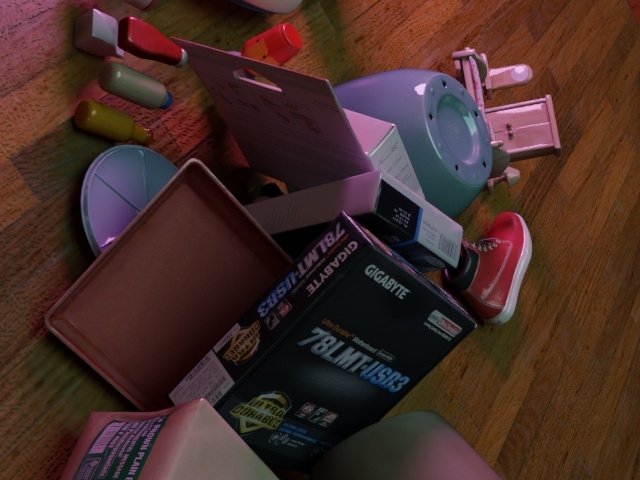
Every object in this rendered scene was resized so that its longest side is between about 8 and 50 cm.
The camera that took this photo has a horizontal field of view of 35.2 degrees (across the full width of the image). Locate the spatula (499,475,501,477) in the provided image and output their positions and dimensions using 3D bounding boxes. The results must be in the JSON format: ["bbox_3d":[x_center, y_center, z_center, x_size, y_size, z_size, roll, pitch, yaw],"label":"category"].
[{"bbox_3d":[0.205,0.363,1.611,0.296,0.030,0.084,39,46,-33],"label":"spatula"}]

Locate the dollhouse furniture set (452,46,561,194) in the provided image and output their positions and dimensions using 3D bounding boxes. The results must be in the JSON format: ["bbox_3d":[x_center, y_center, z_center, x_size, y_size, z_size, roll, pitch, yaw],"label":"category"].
[{"bbox_3d":[0.338,-0.271,1.828,0.355,0.174,0.303,56,26,-68],"label":"dollhouse furniture set"}]

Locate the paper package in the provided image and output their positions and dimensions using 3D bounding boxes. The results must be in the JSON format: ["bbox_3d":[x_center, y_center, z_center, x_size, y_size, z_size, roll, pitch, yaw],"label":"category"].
[{"bbox_3d":[-0.154,0.376,1.019,0.309,0.168,0.325,55,39,-33],"label":"paper package"}]

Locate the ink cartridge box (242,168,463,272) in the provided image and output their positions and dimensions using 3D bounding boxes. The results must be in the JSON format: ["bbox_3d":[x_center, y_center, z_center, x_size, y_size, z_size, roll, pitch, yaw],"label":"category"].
[{"bbox_3d":[0.000,0.000,1.292,0.165,0.332,0.065,30,62,-38],"label":"ink cartridge box"}]

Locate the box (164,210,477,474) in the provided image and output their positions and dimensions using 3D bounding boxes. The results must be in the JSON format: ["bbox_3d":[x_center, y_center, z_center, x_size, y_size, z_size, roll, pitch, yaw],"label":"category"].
[{"bbox_3d":[0.012,0.139,1.199,0.073,0.293,0.295,51,9,36],"label":"box"}]

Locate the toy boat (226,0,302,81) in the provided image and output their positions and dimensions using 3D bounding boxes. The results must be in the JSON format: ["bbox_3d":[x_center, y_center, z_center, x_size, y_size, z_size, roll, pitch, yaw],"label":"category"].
[{"bbox_3d":[-0.123,-0.368,1.479,0.267,0.148,0.318,19,52,-51],"label":"toy boat"}]

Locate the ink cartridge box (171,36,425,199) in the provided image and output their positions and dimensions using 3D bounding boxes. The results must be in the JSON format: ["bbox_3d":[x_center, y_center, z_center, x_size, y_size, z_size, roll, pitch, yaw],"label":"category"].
[{"bbox_3d":[-0.027,-0.159,1.307,0.066,0.296,0.261,-49,137,-20],"label":"ink cartridge box"}]

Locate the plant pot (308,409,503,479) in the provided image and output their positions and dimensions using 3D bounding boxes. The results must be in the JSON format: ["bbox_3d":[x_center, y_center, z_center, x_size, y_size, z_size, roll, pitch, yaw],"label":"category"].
[{"bbox_3d":[0.127,0.372,1.226,0.323,0.323,0.280,10,45,-48],"label":"plant pot"}]

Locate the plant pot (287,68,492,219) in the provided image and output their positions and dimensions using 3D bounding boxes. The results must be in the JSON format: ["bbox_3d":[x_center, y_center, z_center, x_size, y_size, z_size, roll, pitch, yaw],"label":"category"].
[{"bbox_3d":[0.122,-0.132,1.573,0.293,0.235,0.293,24,56,-43],"label":"plant pot"}]

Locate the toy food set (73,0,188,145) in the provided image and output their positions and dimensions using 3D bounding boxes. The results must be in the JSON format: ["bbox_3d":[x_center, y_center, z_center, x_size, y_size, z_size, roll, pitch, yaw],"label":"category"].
[{"bbox_3d":[-0.238,-0.244,1.284,0.104,0.111,0.232,20,61,-46],"label":"toy food set"}]

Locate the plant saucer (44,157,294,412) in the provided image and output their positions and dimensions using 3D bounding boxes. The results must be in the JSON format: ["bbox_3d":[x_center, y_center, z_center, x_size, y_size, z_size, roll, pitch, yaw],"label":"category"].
[{"bbox_3d":[-0.159,0.078,1.208,0.258,0.048,0.259,-50,117,-16],"label":"plant saucer"}]

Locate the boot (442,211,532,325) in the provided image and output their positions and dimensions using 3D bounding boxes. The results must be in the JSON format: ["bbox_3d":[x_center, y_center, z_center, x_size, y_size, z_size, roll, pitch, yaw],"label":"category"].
[{"bbox_3d":[0.298,0.011,1.848,0.176,0.088,0.244,42,48,-29],"label":"boot"}]

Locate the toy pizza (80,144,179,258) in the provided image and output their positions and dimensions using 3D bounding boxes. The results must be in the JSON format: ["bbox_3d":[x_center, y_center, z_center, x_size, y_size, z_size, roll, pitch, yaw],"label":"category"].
[{"bbox_3d":[-0.223,-0.022,1.265,0.201,0.032,0.201,25,56,-44],"label":"toy pizza"}]

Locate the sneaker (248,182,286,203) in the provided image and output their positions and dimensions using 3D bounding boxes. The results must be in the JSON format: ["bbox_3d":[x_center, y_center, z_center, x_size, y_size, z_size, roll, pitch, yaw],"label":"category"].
[{"bbox_3d":[-0.011,-0.018,1.479,0.234,0.084,0.097,30,51,-40],"label":"sneaker"}]
